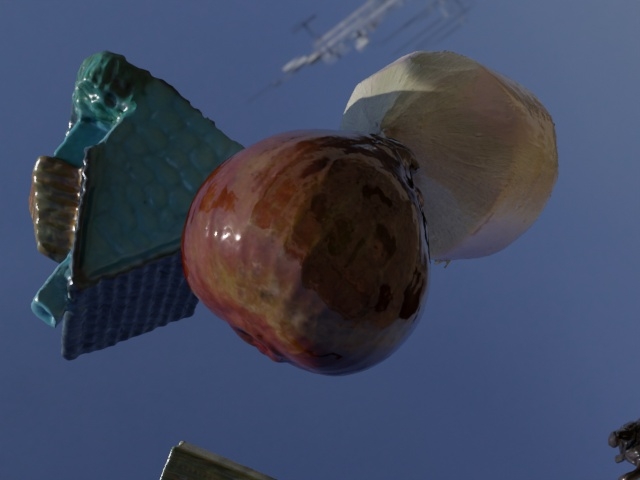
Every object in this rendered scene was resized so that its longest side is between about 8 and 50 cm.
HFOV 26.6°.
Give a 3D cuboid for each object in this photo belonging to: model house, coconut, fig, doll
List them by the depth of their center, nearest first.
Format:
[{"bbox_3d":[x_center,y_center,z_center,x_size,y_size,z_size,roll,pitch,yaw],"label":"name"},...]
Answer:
[{"bbox_3d":[0.000,0.000,1.017,0.205,0.205,0.205,38,-148,-30],"label":"fig"},{"bbox_3d":[-0.214,-0.003,1.330,0.226,0.261,0.241,35,-115,4],"label":"model house"},{"bbox_3d":[0.117,-0.085,1.368,0.234,0.224,0.224,-9,-112,-53],"label":"coconut"},{"bbox_3d":[0.372,0.203,1.477,0.057,0.139,0.165,50,-161,15],"label":"doll"}]

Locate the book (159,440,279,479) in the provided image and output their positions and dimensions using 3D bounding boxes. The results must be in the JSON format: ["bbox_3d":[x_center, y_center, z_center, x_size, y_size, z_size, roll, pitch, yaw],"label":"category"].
[{"bbox_3d":[-0.072,0.278,0.972,0.160,0.228,0.024,22,-177,1],"label":"book"}]
